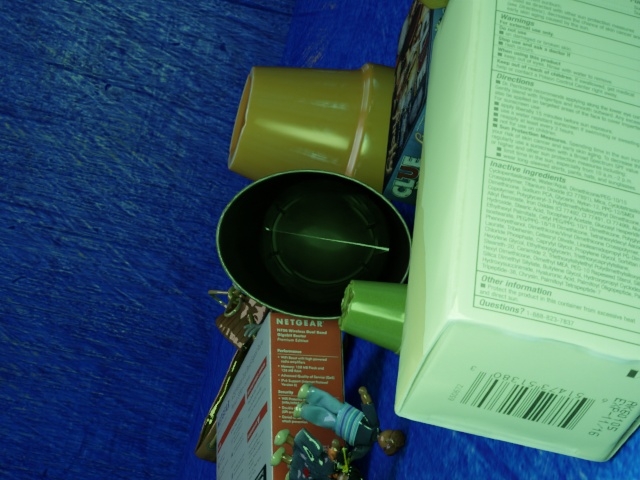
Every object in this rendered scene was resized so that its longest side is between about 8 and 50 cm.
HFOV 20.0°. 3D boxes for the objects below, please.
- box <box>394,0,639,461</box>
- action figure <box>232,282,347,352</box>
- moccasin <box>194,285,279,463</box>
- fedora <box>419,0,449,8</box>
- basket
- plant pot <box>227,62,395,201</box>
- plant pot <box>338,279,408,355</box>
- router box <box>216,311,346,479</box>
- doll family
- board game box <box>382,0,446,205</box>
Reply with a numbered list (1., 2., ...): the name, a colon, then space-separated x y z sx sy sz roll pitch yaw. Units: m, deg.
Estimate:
1. box: 0.141 -0.034 1.146 0.121 0.148 0.311 113 169 -53
2. action figure: -0.034 0.080 2.198 0.164 0.141 0.276 90 -176 -45
3. moccasin: -0.089 0.126 2.476 0.139 0.147 0.380 -110 34 -76
4. fedora: 0.121 -0.293 1.819 0.194 0.194 0.079 -87 -23 -52
5. basket: 0.000 0.000 1.975 0.227 0.204 0.154 -34 -48 -86
6. plant pot: -0.006 -0.125 2.167 0.205 0.188 0.205 -166 90 -82
7. plant pot: 0.061 0.071 1.760 0.083 0.079 0.083 -167 90 -83
8. router box: -0.048 0.279 1.994 0.335 0.082 0.301 119 153 -63
9. doll family: 0.015 0.225 1.750 0.076 0.111 0.193 -38 -35 -42
10. board game box: 0.116 -0.182 1.936 0.165 0.042 0.243 113 167 -50
